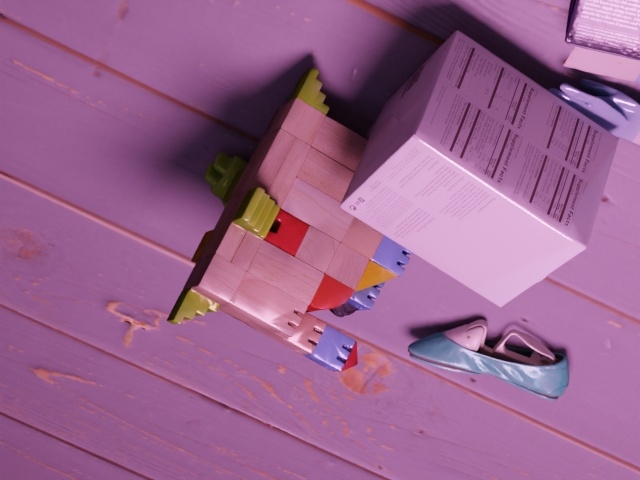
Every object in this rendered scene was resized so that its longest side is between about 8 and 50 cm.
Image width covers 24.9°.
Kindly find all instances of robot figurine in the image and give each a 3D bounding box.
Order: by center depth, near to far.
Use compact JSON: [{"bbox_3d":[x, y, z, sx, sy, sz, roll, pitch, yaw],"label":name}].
[{"bbox_3d":[-0.110,-0.076,2.078,0.115,0.067,0.101,34,116,-14],"label":"robot figurine"}]

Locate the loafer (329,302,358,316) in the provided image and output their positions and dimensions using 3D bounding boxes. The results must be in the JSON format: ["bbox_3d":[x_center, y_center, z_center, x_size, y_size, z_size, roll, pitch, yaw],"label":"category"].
[{"bbox_3d":[0.021,0.006,2.117,0.078,0.076,0.223,-25,117,-14],"label":"loafer"}]

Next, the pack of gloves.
[{"bbox_3d":[0.413,-0.197,1.850,0.232,0.046,0.195,15,148,-6],"label":"pack of gloves"}]

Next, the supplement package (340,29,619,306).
[{"bbox_3d":[0.206,-0.089,1.877,0.262,0.198,0.199,32,144,-11],"label":"supplement package"}]

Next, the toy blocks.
[{"bbox_3d":[0.000,0.000,1.968,0.261,0.381,0.191,29,167,-14],"label":"toy blocks"}]

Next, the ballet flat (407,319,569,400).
[{"bbox_3d":[0.259,0.166,2.184,0.247,0.083,0.087,16,106,1],"label":"ballet flat"}]

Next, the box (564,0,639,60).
[{"bbox_3d":[0.365,-0.339,1.688,0.108,0.153,0.207,13,129,5],"label":"box"}]
